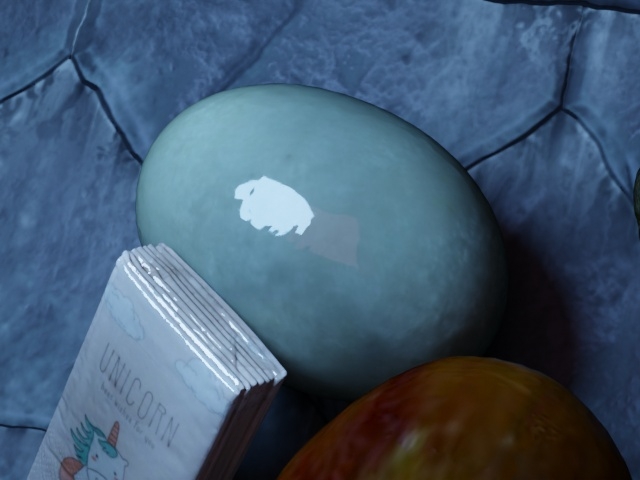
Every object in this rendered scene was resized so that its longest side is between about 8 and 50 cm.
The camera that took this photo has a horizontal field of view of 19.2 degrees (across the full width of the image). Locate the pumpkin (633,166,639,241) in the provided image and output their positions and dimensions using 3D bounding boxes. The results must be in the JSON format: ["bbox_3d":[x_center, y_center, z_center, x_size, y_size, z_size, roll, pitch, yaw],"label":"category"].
[{"bbox_3d":[0.383,-0.022,1.600,0.248,0.126,0.131,6,75,18],"label":"pumpkin"}]

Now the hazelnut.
[{"bbox_3d":[0.095,0.271,1.460,0.315,0.372,0.372,29,80,4],"label":"hazelnut"}]

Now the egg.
[{"bbox_3d":[0.000,0.000,1.635,0.352,0.258,0.258,24,79,21],"label":"egg"}]

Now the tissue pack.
[{"bbox_3d":[-0.153,0.174,1.612,0.170,0.071,0.325,48,132,25],"label":"tissue pack"}]
